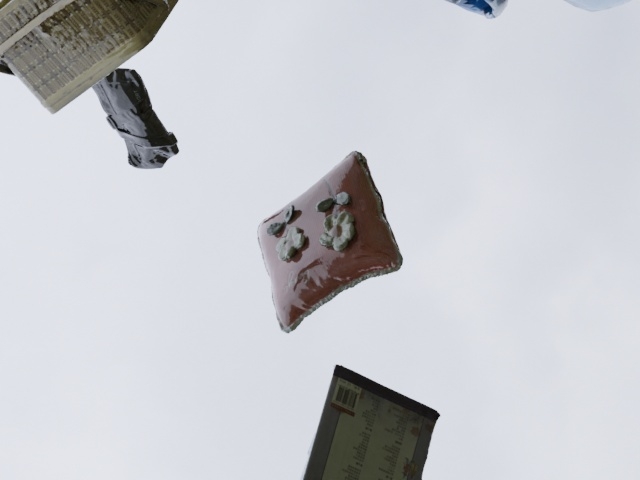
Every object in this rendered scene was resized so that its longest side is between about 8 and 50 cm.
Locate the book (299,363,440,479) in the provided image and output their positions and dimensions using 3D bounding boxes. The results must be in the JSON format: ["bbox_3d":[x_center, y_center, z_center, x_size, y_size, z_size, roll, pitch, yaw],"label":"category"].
[{"bbox_3d":[0.050,0.284,1.363,0.157,0.026,0.231,27,-117,-19],"label":"book"}]

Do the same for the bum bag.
[{"bbox_3d":[-0.280,-0.189,1.718,0.049,0.087,0.197,-73,-32,-44],"label":"bum bag"}]

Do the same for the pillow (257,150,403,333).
[{"bbox_3d":[0.000,0.000,1.350,0.075,0.179,0.171,29,-145,-47],"label":"pillow"}]

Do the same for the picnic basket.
[{"bbox_3d":[-0.166,-0.178,0.829,0.079,0.115,0.164,49,-150,-23],"label":"picnic basket"}]

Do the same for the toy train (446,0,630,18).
[{"bbox_3d":[0.009,-0.197,0.333,0.300,0.265,0.188,31,-85,-2],"label":"toy train"}]
